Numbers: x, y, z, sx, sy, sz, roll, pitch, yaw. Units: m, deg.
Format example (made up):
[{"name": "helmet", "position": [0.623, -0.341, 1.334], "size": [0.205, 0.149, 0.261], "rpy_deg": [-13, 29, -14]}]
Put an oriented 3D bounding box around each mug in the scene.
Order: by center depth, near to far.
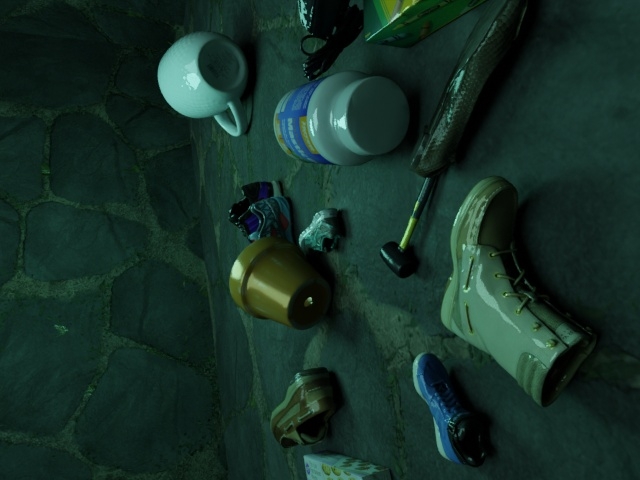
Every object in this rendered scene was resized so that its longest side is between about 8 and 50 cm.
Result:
[{"name": "mug", "position": [-0.376, -0.544, 1.511], "size": [0.328, 0.276, 0.374], "rpy_deg": [17, 139, 57]}]

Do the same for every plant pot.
[{"name": "plant pot", "position": [-0.081, 0.115, 1.010], "size": [0.188, 0.205, 0.205], "rpy_deg": [26, 119, 45]}]

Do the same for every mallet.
[{"name": "mallet", "position": [0.140, -0.035, 0.665], "size": [0.062, 0.039, 0.190], "rpy_deg": [44, 129, 52]}]

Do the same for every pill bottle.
[{"name": "pill bottle", "position": [0.029, -0.206, 0.738], "size": [0.272, 0.152, 0.152], "rpy_deg": [-154, 63, -64]}]

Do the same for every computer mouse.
[{"name": "computer mouse", "position": [0.021, -0.396, 0.636], "size": [0.072, 0.188, 0.272], "rpy_deg": [22, 154, 26]}]

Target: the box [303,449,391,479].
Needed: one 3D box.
[{"name": "box", "position": [0.049, 0.507, 0.913], "size": [0.324, 0.063, 0.067], "rpy_deg": [140, 124, -61]}]

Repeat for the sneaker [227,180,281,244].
[{"name": "sneaker", "position": [-0.218, -0.060, 1.323], "size": [0.102, 0.146, 0.293], "rpy_deg": [-120, 35, -45]}]

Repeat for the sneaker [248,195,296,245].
[{"name": "sneaker", "position": [-0.141, 0.008, 1.186], "size": [0.104, 0.125, 0.262], "rpy_deg": [145, 118, -63]}]

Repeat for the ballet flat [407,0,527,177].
[{"name": "ballet flat", "position": [0.183, -0.182, 0.525], "size": [0.084, 0.058, 0.250], "rpy_deg": [-66, -1, -54]}]

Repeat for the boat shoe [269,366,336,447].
[{"name": "boat shoe", "position": [-0.044, 0.444, 1.048], "size": [0.120, 0.122, 0.324], "rpy_deg": [61, 147, 39]}]

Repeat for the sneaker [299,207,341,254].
[{"name": "sneaker", "position": [0.000, 0.000, 0.951], "size": [0.166, 0.065, 0.076], "rpy_deg": [121, 134, -55]}]

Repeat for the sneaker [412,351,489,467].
[{"name": "sneaker", "position": [0.180, 0.227, 0.578], "size": [0.084, 0.058, 0.152], "rpy_deg": [139, 120, -68]}]

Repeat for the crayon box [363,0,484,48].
[{"name": "crayon box", "position": [0.153, -0.371, 0.520], "size": [0.278, 0.081, 0.165], "rpy_deg": [-173, 80, -66]}]

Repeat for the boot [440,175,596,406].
[{"name": "boot", "position": [0.214, 0.051, 0.459], "size": [0.165, 0.077, 0.213], "rpy_deg": [-133, 40, -56]}]
